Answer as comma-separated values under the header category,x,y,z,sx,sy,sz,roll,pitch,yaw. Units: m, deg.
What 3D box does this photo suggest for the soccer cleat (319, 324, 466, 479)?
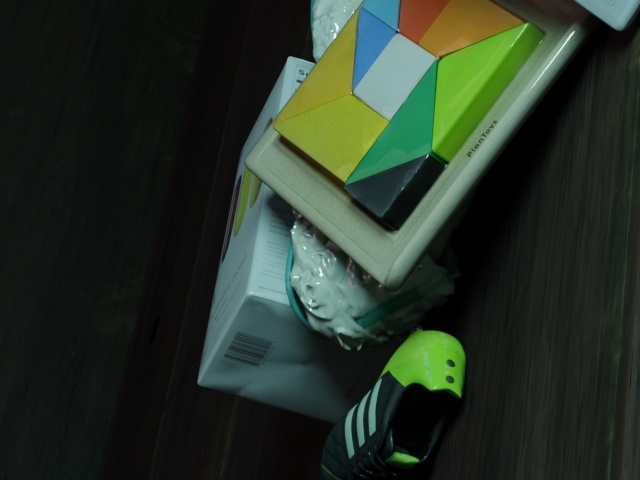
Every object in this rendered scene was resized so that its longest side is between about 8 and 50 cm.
category,x,y,z,sx,sy,sz,roll,pitch,yaw
soccer cleat,0.045,0.135,1.265,0.072,0.060,0.179,-89,22,-51

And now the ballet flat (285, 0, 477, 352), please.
category,x,y,z,sx,sy,sz,roll,pitch,yaw
ballet flat,0.069,-0.099,1.407,0.147,0.147,0.409,122,159,-53

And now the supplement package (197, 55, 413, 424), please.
category,x,y,z,sx,sy,sz,roll,pitch,yaw
supplement package,0.000,0.000,1.489,0.139,0.133,0.244,120,163,-49

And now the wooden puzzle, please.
category,x,y,z,sx,sy,sz,roll,pitch,yaw
wooden puzzle,0.055,-0.102,1.259,0.221,0.044,0.238,-53,35,4

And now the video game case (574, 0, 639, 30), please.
category,x,y,z,sx,sy,sz,roll,pitch,yaw
video game case,0.139,-0.260,1.053,0.026,0.206,0.227,-42,-15,-45
